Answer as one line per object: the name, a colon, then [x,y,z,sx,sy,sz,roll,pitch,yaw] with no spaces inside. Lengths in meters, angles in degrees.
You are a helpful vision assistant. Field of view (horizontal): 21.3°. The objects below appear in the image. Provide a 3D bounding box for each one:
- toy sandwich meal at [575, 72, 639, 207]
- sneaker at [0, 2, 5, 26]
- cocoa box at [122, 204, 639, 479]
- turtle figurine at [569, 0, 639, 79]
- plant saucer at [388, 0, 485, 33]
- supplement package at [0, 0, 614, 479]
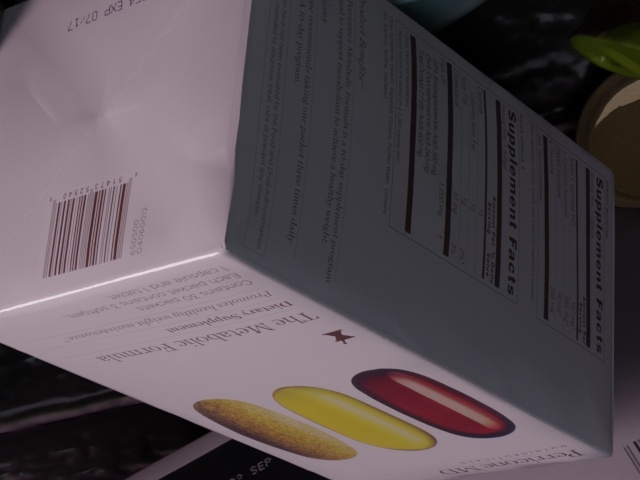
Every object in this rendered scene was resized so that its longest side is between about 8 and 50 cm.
toy sandwich meal: [0.156,-0.053,0.794,0.085,0.029,0.085,-3,123,-4]
sneaker: [-0.147,-0.036,0.704,0.094,0.080,0.212,-21,127,19]
cocoa box: [0.103,0.182,0.825,0.347,0.231,0.228,-29,128,3]
turtle figurine: [0.139,-0.179,0.612,0.217,0.087,0.269,-57,145,-5]
plant saucer: [0.014,-0.136,0.634,0.195,0.037,0.195,-8,134,-9]
supplement package: [0.000,0.000,0.672,0.139,0.134,0.244,-14,150,37]
